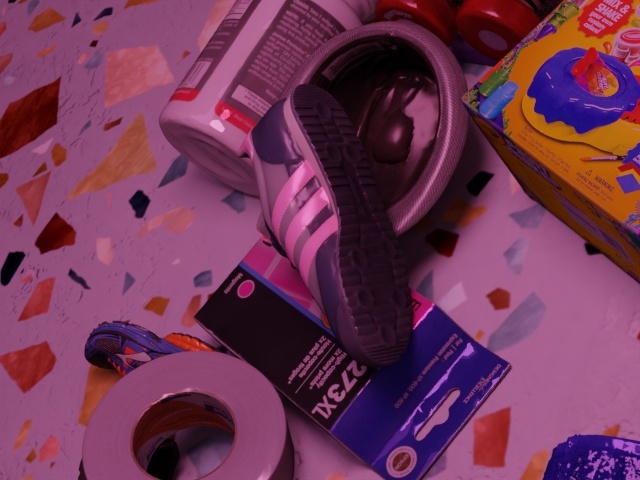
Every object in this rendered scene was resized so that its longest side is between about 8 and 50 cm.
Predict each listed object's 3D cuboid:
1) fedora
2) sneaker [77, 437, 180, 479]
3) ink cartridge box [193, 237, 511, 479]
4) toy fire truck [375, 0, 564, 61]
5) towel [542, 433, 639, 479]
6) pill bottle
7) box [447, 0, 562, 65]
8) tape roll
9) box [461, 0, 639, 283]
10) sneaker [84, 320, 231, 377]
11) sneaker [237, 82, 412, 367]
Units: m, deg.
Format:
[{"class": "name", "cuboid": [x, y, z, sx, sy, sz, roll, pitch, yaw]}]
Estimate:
[{"class": "fedora", "cuboid": [0.067, -0.108, 1.565, 0.243, 0.124, 0.275, 6, 78, 27]}, {"class": "sneaker", "cuboid": [-0.227, 0.324, 1.488, 0.106, 0.101, 0.267, -9, 54, 29]}, {"class": "ink cartridge box", "cuboid": [0.022, 0.109, 1.498, 0.176, 0.069, 0.371, -50, 45, -6]}, {"class": "toy fire truck", "cuboid": [0.149, -0.342, 1.525, 0.302, 0.254, 0.169, 15, 70, 44]}, {"class": "towel", "cuboid": [0.253, 0.313, 1.146, 0.227, 0.076, 0.308, 0, 58, 38]}, {"class": "pill bottle", "cuboid": [-0.051, -0.229, 1.732, 0.176, 0.176, 0.318, 17, 69, 44]}, {"class": "box", "cuboid": [0.282, -0.293, 1.616, 0.293, 0.057, 0.201, 17, 71, 44]}, {"class": "tape roll", "cuboid": [-0.139, 0.227, 1.458, 0.219, 0.072, 0.219, -4, 49, 5]}, {"class": "box", "cuboid": [0.349, -0.122, 1.344, 0.279, 0.177, 0.290, -44, 42, -1]}, {"class": "sneaker", "cuboid": [-0.208, 0.152, 1.626, 0.221, 0.083, 0.087, 4, 66, 42]}, {"class": "sneaker", "cuboid": [0.000, 0.000, 1.450, 0.131, 0.112, 0.319, -33, 62, 37]}]
